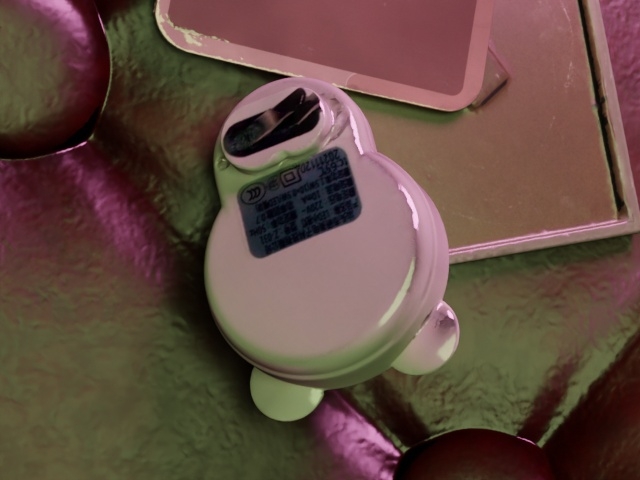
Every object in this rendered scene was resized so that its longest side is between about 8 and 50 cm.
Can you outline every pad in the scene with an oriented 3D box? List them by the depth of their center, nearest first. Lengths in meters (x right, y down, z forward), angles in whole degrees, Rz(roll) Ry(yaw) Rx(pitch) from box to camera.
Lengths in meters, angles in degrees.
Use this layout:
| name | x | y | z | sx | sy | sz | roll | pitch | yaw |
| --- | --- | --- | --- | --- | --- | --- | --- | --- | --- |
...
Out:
| name | x | y | z | sx | sy | sz | roll | pitch | yaw |
| --- | --- | --- | --- | --- | --- | --- | --- | --- | --- |
| pad | 0.011 | -0.207 | 1.193 | 0.266 | 0.002 | 0.176 | 11 | 81 | -14 |

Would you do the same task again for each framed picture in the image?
| name | x | y | z | sx | sy | sz | roll | pitch | yaw |
| --- | --- | --- | --- | --- | --- | --- | --- | --- | --- |
| framed picture | 0.115 | -0.151 | 1.228 | 0.247 | 0.022 | 0.335 | -10 | 86 | -15 |

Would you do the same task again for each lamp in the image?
| name | x | y | z | sx | sy | sz | roll | pitch | yaw |
| --- | --- | --- | --- | --- | --- | --- | --- | --- | --- |
| lamp | 0.000 | 0.000 | 1.131 | 0.179 | 0.108 | 0.246 | -20 | 71 | 10 |
